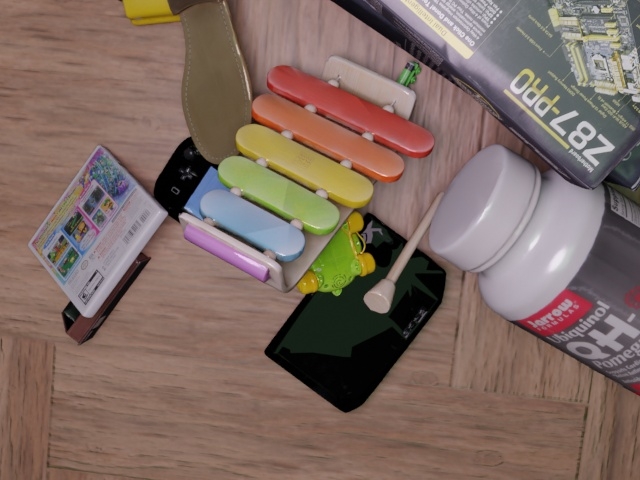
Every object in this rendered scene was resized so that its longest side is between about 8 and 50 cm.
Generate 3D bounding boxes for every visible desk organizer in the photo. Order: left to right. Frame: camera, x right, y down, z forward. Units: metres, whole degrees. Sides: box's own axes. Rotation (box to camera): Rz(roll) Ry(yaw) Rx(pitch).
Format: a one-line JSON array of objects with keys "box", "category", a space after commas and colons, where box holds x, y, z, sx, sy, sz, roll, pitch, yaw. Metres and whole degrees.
[{"box": [-0.269, 0.059, 1.100, 0.050, 0.047, 0.130, 38, 98, 1], "category": "desk organizer"}]

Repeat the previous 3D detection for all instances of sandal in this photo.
[{"box": [-0.114, -0.214, 1.033, 0.088, 0.079, 0.240, -5, 108, 21], "category": "sandal"}]

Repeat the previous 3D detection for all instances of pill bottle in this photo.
[{"box": [0.280, 0.031, 0.956, 0.318, 0.176, 0.176, 29, 99, -13], "category": "pill bottle"}]

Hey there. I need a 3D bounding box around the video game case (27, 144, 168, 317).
[{"box": [-0.266, -0.013, 1.068, 0.143, 0.019, 0.157, 43, 100, 31], "category": "video game case"}]

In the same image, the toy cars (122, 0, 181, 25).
[{"box": [-0.133, -0.425, 1.004, 0.176, 0.087, 0.393, 36, 99, -1], "category": "toy cars"}]

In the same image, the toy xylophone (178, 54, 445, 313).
[{"box": [0.009, -0.059, 0.956, 0.236, 0.322, 0.081, 21, 141, 8], "category": "toy xylophone"}]

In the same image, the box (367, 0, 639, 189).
[{"box": [0.193, -0.288, 0.781, 0.395, 0.097, 0.318, 41, 97, -2], "category": "box"}]

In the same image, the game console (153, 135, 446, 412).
[{"box": [-0.044, 0.025, 1.079, 0.361, 0.044, 0.213, 36, 98, 0], "category": "game console"}]

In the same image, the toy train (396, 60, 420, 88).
[{"box": [0.090, -0.171, 1.051, 0.017, 0.024, 0.083, 33, 101, 29], "category": "toy train"}]

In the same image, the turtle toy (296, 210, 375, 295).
[{"box": [0.000, 0.000, 1.017, 0.095, 0.066, 0.130, -16, 91, -19], "category": "turtle toy"}]

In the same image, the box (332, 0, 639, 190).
[{"box": [0.227, -0.286, 0.933, 0.395, 0.212, 0.293, 34, 99, 0], "category": "box"}]
